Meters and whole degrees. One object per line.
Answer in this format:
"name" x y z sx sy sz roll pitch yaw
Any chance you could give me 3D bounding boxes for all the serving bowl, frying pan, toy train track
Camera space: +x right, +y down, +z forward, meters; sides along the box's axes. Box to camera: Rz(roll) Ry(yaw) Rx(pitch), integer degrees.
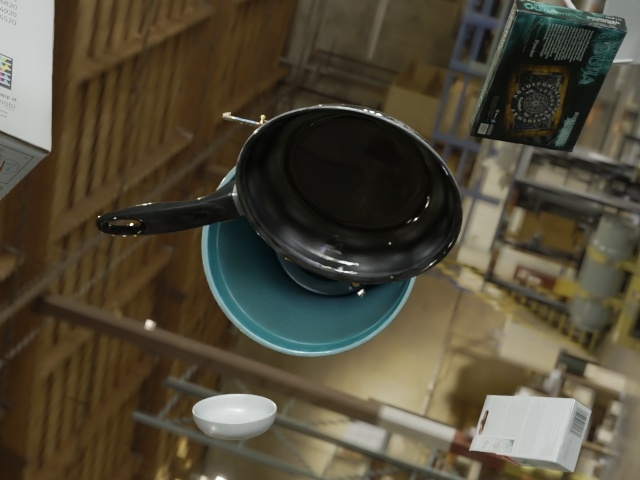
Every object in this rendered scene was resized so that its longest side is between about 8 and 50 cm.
"serving bowl" -0.084 0.178 1.217 0.083 0.083 0.027 -40 -49 -72
"frying pan" -0.022 -0.020 1.086 0.326 0.197 0.053 -24 32 36
"toy train track" -0.083 -0.153 1.580 0.048 0.083 0.014 100 -178 -75

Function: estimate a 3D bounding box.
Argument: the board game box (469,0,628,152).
"board game box" 0.253 -0.181 1.391 0.186 0.126 0.026 106 171 -47

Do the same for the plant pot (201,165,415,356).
"plant pot" 0.000 0.000 1.641 0.255 0.271 0.272 -32 -41 -83

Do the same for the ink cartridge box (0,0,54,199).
"ink cartridge box" -0.349 -0.123 1.014 0.309 0.130 0.272 -35 48 38

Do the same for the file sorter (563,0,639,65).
"file sorter" 0.456 -0.348 1.507 0.173 0.277 0.193 -106 15 -47

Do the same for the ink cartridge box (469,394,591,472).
"ink cartridge box" 0.198 0.181 1.172 0.115 0.029 0.063 -6 58 54
